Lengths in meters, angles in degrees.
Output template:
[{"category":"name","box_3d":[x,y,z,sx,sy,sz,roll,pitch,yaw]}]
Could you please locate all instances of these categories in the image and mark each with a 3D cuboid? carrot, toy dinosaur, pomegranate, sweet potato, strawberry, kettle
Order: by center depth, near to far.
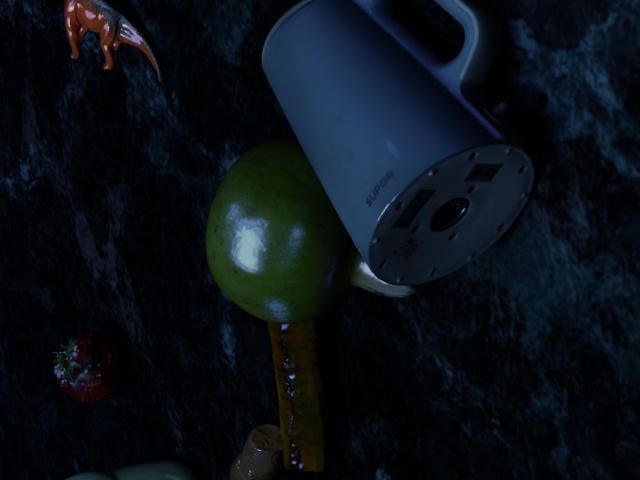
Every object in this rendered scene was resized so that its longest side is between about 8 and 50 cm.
[{"category":"kettle","box_3d":[0.065,-0.121,1.145,0.210,0.160,0.243,-53,53,29]},{"category":"pomegranate","box_3d":[-0.011,-0.005,1.262,0.210,0.179,0.179,13,115,43]},{"category":"carrot","box_3d":[-0.023,0.128,1.434,0.070,0.070,0.260,22,124,49]},{"category":"toy dinosaur","box_3d":[-0.281,-0.271,1.607,0.279,0.055,0.101,31,129,16]},{"category":"sweet potato","box_3d":[-0.085,0.333,1.617,0.067,0.059,0.281,51,140,43]},{"category":"strawberry","box_3d":[-0.307,0.174,1.840,0.106,0.106,0.106,28,126,46]}]

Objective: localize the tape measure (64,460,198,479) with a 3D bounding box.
[{"category":"tape measure","box_3d":[-0.238,0.412,1.704,0.125,0.246,0.243,-43,58,52]}]
